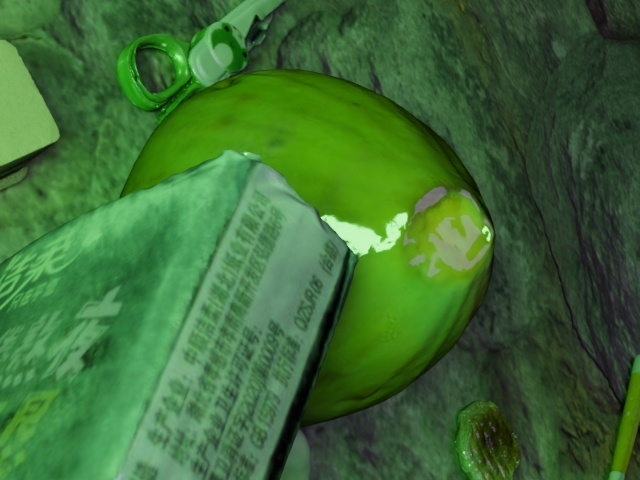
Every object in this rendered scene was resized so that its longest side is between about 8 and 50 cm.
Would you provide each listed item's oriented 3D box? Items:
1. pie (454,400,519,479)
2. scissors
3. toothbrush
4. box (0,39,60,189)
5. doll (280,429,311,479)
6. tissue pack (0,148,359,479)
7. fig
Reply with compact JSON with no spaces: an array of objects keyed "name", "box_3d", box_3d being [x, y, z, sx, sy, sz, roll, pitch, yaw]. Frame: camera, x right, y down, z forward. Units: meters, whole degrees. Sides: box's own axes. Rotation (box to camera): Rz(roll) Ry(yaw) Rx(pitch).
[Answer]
[{"name":"pie","box_3d":[0.142,0.176,1.131,0.084,0.020,0.084,27,52,-40]},{"name":"scissors","box_3d":[-0.080,-0.146,1.031,0.101,0.027,0.204,55,41,-19]},{"name":"toothbrush","box_3d":[0.293,0.213,1.290,0.024,0.021,0.288,59,37,-27]},{"name":"box","box_3d":[-0.221,-0.068,0.796,0.122,0.062,0.089,-32,97,-51]},{"name":"doll","box_3d":[-0.010,0.247,0.798,0.237,0.111,0.252,48,40,-65]},{"name":"tissue pack","box_3d":[-0.141,0.135,0.627,0.122,0.259,0.361,48,40,-25]},{"name":"fig","box_3d":[0.000,0.000,0.854,0.239,0.271,0.239,8,78,-43]}]
